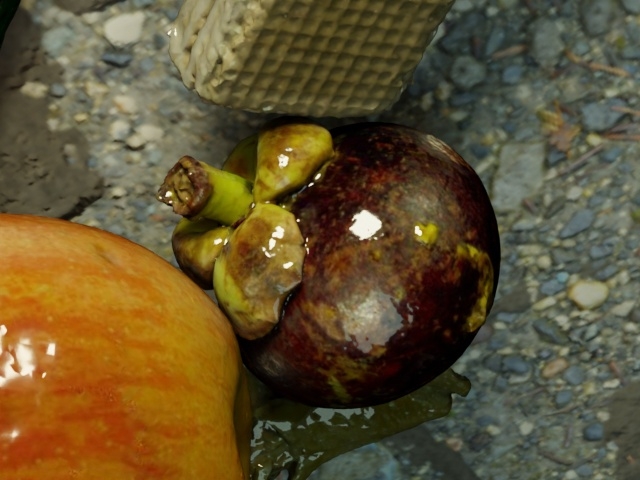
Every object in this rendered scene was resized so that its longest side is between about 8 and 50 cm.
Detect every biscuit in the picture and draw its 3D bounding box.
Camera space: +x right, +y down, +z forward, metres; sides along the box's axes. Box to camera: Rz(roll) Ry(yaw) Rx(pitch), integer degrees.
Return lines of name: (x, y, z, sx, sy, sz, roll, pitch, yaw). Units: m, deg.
biscuit: (0.050, -0.230, 0.855, 0.144, 0.078, 0.426, 2, 137, -28)

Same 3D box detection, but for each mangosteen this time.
mangosteen: (0.000, 0.000, 1.013, 0.217, 0.192, 0.192, 35, 116, -26)

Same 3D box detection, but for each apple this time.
apple: (-0.154, 0.123, 0.938, 0.302, 0.301, 0.301, -7, 132, -8)

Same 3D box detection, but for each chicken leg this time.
chicken leg: (-0.079, 0.141, 1.152, 0.429, 0.152, 0.201, -24, 124, -2)

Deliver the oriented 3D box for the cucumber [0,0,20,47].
cucumber: (-0.199, -0.121, 0.961, 0.036, 0.033, 0.184, 22, 123, -7)
